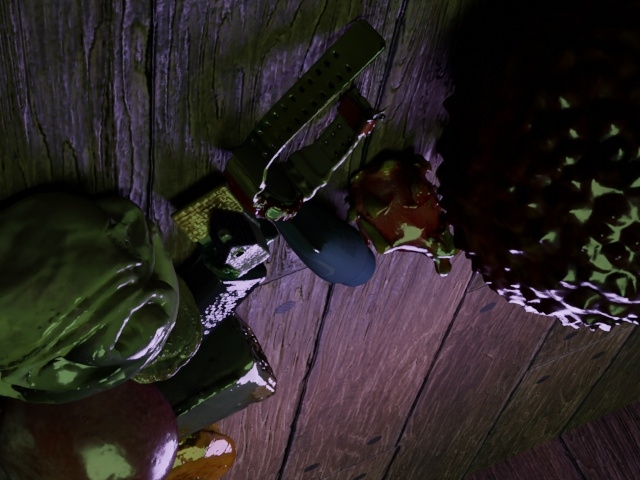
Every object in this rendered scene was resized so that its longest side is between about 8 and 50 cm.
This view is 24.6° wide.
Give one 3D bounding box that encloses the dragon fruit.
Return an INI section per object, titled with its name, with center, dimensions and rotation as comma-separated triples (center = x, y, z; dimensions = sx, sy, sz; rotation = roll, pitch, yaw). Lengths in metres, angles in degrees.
[dragon fruit]
center = 0.121, -0.032, 2.032
dimensions = 0.133, 0.208, 0.150
rotation = -27, -155, 31

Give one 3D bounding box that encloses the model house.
[model house]
center = -0.127, -0.013, 1.826
dimensions = 0.087, 0.101, 0.100
rotation = -30, 157, 9

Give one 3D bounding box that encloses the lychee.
[lychee]
center = 0.358, -0.086, 1.839
dimensions = 0.424, 0.424, 0.500
rotation = -30, 134, 6

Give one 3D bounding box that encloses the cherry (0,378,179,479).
[cherry]
center = -0.324, 0.249, 1.979
dimensions = 0.307, 0.261, 0.221
rotation = 83, 28, -50

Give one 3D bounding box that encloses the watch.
[watch]
center = 0.000, -0.139, 1.736
dimensions = 0.268, 0.102, 0.165
rotation = -45, 161, 16

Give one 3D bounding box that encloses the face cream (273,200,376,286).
[face cream]
center = 0.000, 0.000, 1.994
dimensions = 0.086, 0.135, 0.385
rotation = -44, 161, 4

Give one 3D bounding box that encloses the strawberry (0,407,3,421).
[strawberry]
center = -0.464, 0.210, 1.850
dimensions = 0.082, 0.188, 0.121
rotation = 3, -165, 25

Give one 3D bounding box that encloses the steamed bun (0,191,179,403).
[steamed bun]
center = -0.292, 0.082, 1.712
dimensions = 0.320, 0.206, 0.275
rotation = -11, 151, -43

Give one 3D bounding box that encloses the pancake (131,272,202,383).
[pancake]
center = -0.226, 0.109, 1.927
dimensions = 0.158, 0.158, 0.028
rotation = -12, -176, -34

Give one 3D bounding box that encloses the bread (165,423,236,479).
[bread]
center = -0.278, 0.358, 2.403
dimensions = 0.268, 0.146, 0.268
rotation = -22, 153, -12

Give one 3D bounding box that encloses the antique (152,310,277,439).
[antique]
center = -0.221, 0.223, 2.195
dimensions = 0.284, 0.125, 0.150
rotation = -29, 156, 1

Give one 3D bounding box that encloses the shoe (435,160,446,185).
[shoe]
center = 0.238, -0.132, 2.050
dimensions = 0.194, 0.074, 0.077
rotation = -39, -159, -3

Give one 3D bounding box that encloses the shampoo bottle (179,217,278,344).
[shampoo bottle]
center = -0.156, 0.075, 2.019
dimensions = 0.098, 0.071, 0.309
rotation = -2, 146, -46
